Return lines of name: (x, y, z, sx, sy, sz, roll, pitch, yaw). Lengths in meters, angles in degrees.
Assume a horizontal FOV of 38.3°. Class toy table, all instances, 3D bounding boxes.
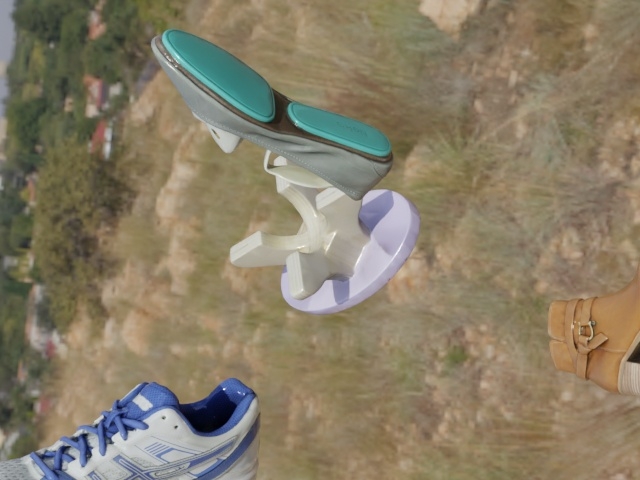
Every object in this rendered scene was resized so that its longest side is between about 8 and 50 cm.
toy table: (0.000, 0.000, 1.415, 0.274, 0.160, 0.252, -41, 46, 24)

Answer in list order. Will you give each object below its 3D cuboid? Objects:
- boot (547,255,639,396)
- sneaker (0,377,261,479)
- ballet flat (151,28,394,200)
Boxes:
boot: (0.491, 0.116, 1.549, 0.220, 0.109, 0.284, 11, 110, 51)
sneaker: (-0.183, 0.185, 0.816, 0.112, 0.296, 0.131, 26, 110, 45)
ballet flat: (-0.042, -0.085, 0.708, 0.068, 0.213, 0.072, -51, 28, 32)
